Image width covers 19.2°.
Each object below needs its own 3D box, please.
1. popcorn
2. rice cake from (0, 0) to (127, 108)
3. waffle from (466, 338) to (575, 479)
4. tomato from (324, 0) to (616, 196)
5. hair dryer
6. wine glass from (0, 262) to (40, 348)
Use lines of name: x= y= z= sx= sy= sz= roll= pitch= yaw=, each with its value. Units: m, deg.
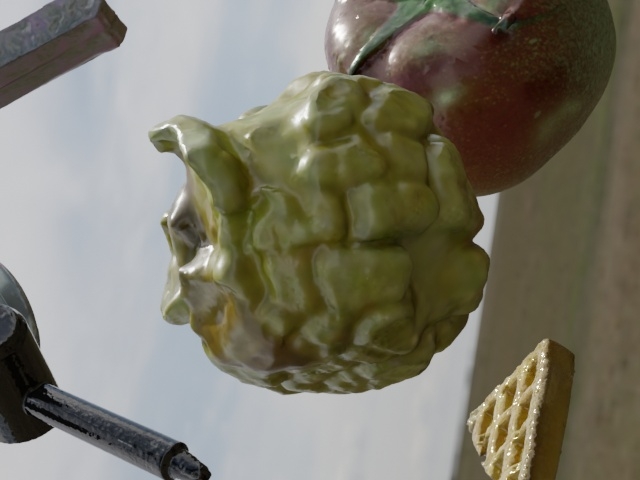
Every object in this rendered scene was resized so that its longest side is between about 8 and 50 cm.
popcorn: x=-0.011 y=-0.001 z=1.175 sx=0.235 sy=0.216 sz=0.181 roll=-49 pitch=46 yaw=51
rice cake: x=-0.356 y=-0.185 z=2.068 sx=0.050 sy=0.298 sz=0.106 roll=64 pitch=-177 yaw=16
waffle: x=0.121 y=0.163 z=1.283 sx=0.125 sy=0.032 sz=0.191 roll=-48 pitch=14 yaw=41
tomato: x=0.159 y=-0.192 z=2.010 sx=0.239 sy=0.303 sz=0.303 roll=58 pitch=-146 yaw=-42
hair dryer: x=-0.190 y=0.135 z=1.489 sx=0.070 sy=0.248 sz=0.114 roll=-48 pitch=-40 yaw=-28
wine glass: x=-0.382 y=0.105 z=1.814 sx=0.196 sy=0.165 sz=0.165 roll=-27 pitch=-43 yaw=-33
